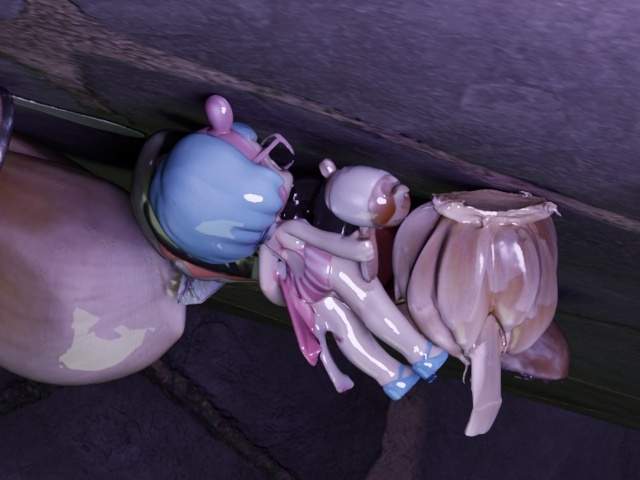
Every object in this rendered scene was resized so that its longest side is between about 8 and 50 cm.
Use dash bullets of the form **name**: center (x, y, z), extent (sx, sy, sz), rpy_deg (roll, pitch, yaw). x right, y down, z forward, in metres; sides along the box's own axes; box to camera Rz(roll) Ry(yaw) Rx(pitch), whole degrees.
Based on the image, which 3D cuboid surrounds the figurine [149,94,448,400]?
- **figurine**: center (-0.010, 0.010, 1.322), extent (0.260, 0.103, 0.205), rpy_deg (46, 149, -2)

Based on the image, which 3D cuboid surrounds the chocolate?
- **chocolate**: center (0.138, 0.064, 1.851), extent (0.261, 0.083, 0.161), rpy_deg (18, -170, -17)

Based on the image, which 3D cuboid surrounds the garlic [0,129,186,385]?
- **garlic**: center (-0.216, -0.003, 1.705), extent (0.340, 0.245, 0.231), rpy_deg (10, -155, 29)

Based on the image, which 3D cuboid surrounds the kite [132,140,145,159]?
- **kite**: center (-0.102, -0.061, 1.670), extent (0.159, 0.010, 0.190), rpy_deg (12, 172, 29)

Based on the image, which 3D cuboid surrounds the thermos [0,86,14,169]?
- **thermos**: center (-0.408, -0.122, 1.438), extent (0.330, 0.109, 0.136), rpy_deg (20, 172, -30)

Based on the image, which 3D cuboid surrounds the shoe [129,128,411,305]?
- **shoe**: center (-0.019, -0.006, 1.492), extent (0.291, 0.114, 0.137), rpy_deg (18, 174, -29)

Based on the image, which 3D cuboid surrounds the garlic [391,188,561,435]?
- **garlic**: center (0.127, 0.049, 1.384), extent (0.131, 0.194, 0.127), rpy_deg (-9, -168, -10)

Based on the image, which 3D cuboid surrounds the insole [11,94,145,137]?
- **insole**: center (-0.224, -0.110, 1.576), extent (0.153, 0.002, 0.053), rpy_deg (16, 173, -8)

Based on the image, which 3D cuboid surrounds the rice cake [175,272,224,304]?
- **rice cake**: center (-0.072, 0.005, 1.609), extent (0.033, 0.033, 0.207), rpy_deg (2, -157, 24)
